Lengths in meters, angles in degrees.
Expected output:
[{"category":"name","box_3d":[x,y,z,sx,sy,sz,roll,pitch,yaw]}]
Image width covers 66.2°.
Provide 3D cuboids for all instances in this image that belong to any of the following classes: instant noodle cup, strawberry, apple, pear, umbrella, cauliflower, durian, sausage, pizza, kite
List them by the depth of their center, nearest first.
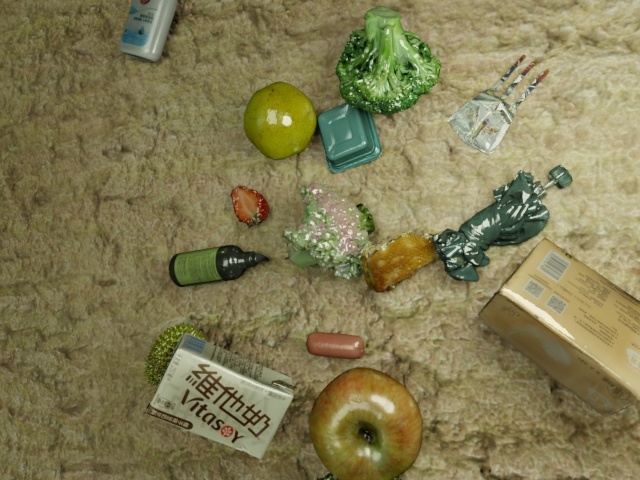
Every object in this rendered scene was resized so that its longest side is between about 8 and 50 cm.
[{"category":"umbrella","box_3d":[0.417,-0.046,1.114,0.348,0.143,0.094,-36,29,8]},{"category":"apple","box_3d":[0.106,0.422,1.142,0.264,0.264,0.265,-2,85,22]},{"category":"kite","box_3d":[0.431,-0.331,1.181,0.141,0.015,0.245,45,103,16]},{"category":"pizza","box_3d":[0.196,0.032,1.189,0.226,0.147,0.069,-34,31,5]},{"category":"cauliflower","box_3d":[0.000,0.000,1.249,0.256,0.239,0.315,39,125,-19]},{"category":"sausage","box_3d":[0.039,0.270,1.264,0.154,0.062,0.062,1,86,22]},{"category":"instant noodle cup","box_3d":[0.066,-0.282,1.296,0.157,0.070,0.179,-18,80,21]},{"category":"pear","box_3d":[-0.107,-0.318,1.312,0.198,0.198,0.198,-2,85,22]},{"category":"durian","box_3d":[-0.413,0.324,1.385,0.146,0.159,0.198,43,88,-18]},{"category":"strawberry","box_3d":[-0.200,-0.100,1.401,0.104,0.048,0.152,-45,58,20]}]

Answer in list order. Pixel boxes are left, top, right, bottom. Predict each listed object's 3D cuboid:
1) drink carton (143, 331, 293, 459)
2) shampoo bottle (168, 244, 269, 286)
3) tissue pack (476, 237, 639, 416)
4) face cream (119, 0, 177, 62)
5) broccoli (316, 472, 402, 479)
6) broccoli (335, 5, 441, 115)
[{"category":"drink carton","box_3d":[-0.255,0.398,1.265,0.324,0.132,0.194,25,96,-9]},{"category":"shampoo bottle","box_3d":[-0.288,0.068,1.391,0.283,0.101,0.101,-9,82,22]},{"category":"tissue pack","box_3d":[0.504,0.190,1.021,0.305,0.238,0.239,39,100,19]},{"category":"face cream","box_3d":[-0.532,-0.745,1.566,0.162,0.080,0.337,21,94,23]},{"category":"broccoli","box_3d":[0.126,0.665,1.053,0.252,0.361,0.221,40,95,-18]},{"category":"broccoli","box_3d":[0.155,-0.428,1.188,0.261,0.269,0.242,23,137,23]}]
